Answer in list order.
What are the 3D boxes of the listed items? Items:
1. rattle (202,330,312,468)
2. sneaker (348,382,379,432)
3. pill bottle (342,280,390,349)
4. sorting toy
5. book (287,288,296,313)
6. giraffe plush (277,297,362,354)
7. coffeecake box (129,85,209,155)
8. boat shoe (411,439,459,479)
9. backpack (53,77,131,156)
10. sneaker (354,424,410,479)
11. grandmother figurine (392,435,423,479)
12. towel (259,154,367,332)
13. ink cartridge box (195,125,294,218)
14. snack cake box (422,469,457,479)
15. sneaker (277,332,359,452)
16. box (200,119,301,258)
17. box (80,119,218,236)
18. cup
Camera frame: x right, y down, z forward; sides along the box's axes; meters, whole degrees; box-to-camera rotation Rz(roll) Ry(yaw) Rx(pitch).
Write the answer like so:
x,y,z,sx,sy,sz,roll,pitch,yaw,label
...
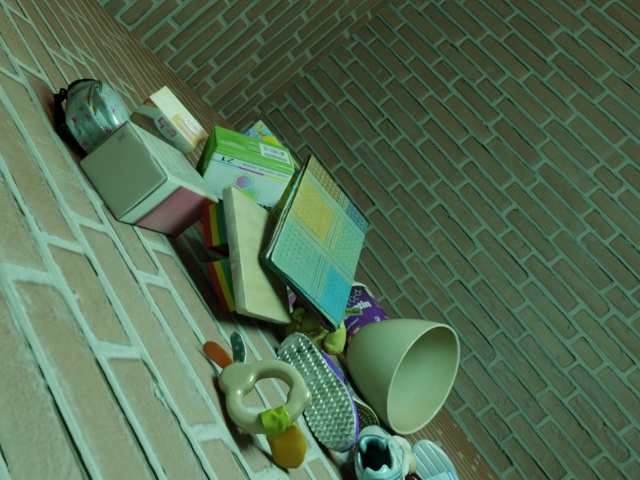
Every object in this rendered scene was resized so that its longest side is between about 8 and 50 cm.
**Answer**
x,y,z,sx,sy,sz,roll,pitch,yaw,label
-0.101,0.251,0.944,0.200,0.130,0.142,23,-24,35,rattle
0.071,0.385,1.419,0.192,0.064,0.086,45,12,-24,sneaker
0.131,0.272,2.042,0.181,0.181,0.323,45,7,-45,pill bottle
-0.161,0.049,1.257,0.257,0.090,0.255,39,40,-69,sorting toy
-0.046,0.149,1.623,0.096,0.144,0.035,45,8,-50,book
-0.027,0.212,1.423,0.171,0.210,0.181,-18,82,-48,giraffe plush
-0.368,-0.234,1.321,0.142,0.186,0.068,49,39,-16,coffeecake box
0.327,0.670,1.547,0.302,0.109,0.094,61,-8,11,boat shoe
-0.444,-0.241,1.161,0.152,0.115,0.182,50,8,-35,backpack
0.117,0.421,1.146,0.283,0.110,0.122,-102,176,-80,sneaker
0.225,0.578,1.257,0.342,0.104,0.207,59,-1,42,grandmother figurine
0.000,0.000,1.387,0.271,0.040,0.370,49,38,-28,towel
-0.200,-0.113,1.357,0.189,0.255,0.097,14,35,-25,ink cartridge box
0.211,0.539,1.019,0.264,0.152,0.089,-112,-178,-74,snack cake box
0.023,0.326,1.241,0.146,0.102,0.293,47,7,-42,sneaker
-0.171,-0.114,1.594,0.279,0.290,0.177,53,6,9,box
-0.330,-0.112,1.160,0.148,0.127,0.232,52,6,14,box
0.216,0.361,1.719,0.237,0.331,0.331,21,-17,43,cup
